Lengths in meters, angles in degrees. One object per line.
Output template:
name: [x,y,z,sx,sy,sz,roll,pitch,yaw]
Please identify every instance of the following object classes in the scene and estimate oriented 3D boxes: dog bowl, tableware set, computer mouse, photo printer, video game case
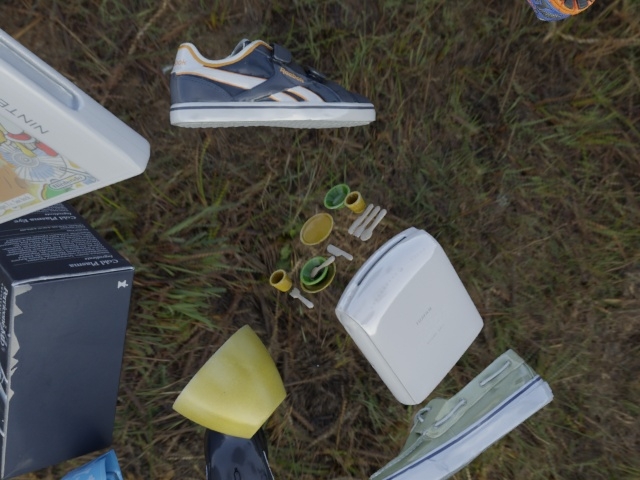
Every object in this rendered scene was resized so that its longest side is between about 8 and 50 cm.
dog bowl: [-0.317,0.395,0.993,0.074,0.297,0.165,-15,82,-15]
tableware set: [0.000,0.000,0.824,0.154,0.024,0.104,-51,40,-8]
computer mouse: [-0.076,0.359,1.001,0.184,0.060,0.261,-8,61,-1]
photo printer: [0.178,0.144,1.399,0.256,0.107,0.307,-45,123,-18]
video game case: [-0.248,-0.067,0.381,0.227,0.206,0.026,-14,57,28]

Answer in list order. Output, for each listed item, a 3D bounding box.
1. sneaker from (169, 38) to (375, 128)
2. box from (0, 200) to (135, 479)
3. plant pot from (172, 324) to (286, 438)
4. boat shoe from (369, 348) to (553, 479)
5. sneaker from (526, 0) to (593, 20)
sneaker: [-0.063,-0.232,1.043,0.321,0.126,0.127,-2,93,-25]
box: [-0.463,0.128,1.108,0.313,0.179,0.343,33,120,39]
plant pot: [-0.099,0.184,0.852,0.095,0.134,0.134,40,82,7]
boat shoe: [0.178,0.262,0.957,0.302,0.109,0.094,-30,66,-17]
sneaker: [0.236,-0.352,0.843,0.083,0.087,0.221,-33,87,-12]
